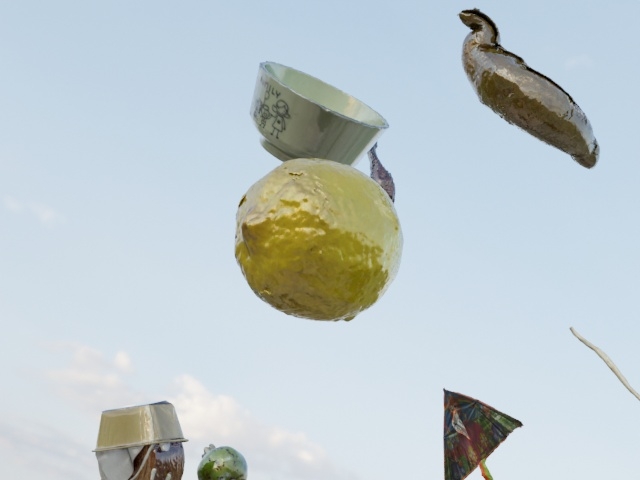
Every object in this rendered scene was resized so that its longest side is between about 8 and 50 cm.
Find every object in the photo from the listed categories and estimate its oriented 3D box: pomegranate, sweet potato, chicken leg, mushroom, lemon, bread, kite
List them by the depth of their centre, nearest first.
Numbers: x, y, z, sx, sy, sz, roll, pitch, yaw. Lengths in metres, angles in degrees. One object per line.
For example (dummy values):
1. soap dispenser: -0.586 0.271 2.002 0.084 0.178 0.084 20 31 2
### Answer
1. kite: 0.177 0.241 1.261 0.010 0.159 0.190 -7 -35 -32
2. lemon: 0.000 0.000 1.273 0.231 0.192 0.192 19 -18 -41
3. sweet potato: 0.300 -0.214 1.586 0.310 0.124 0.098 44 -61 2
4. mushroom: 0.565 0.254 2.027 0.286 0.028 0.026 44 5 40
5. chicken leg: 0.113 -0.104 2.211 0.051 0.253 0.106 7 -11 -23
6. bread: -0.372 0.447 2.258 0.224 0.212 0.142 -15 -11 40
7. pomegranate: -0.221 0.496 2.349 0.114 0.114 0.142 30 2 -33

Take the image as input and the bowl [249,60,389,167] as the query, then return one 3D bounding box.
1. bowl: -0.016 -0.168 1.572 0.211 0.112 0.211 26 15 -8
